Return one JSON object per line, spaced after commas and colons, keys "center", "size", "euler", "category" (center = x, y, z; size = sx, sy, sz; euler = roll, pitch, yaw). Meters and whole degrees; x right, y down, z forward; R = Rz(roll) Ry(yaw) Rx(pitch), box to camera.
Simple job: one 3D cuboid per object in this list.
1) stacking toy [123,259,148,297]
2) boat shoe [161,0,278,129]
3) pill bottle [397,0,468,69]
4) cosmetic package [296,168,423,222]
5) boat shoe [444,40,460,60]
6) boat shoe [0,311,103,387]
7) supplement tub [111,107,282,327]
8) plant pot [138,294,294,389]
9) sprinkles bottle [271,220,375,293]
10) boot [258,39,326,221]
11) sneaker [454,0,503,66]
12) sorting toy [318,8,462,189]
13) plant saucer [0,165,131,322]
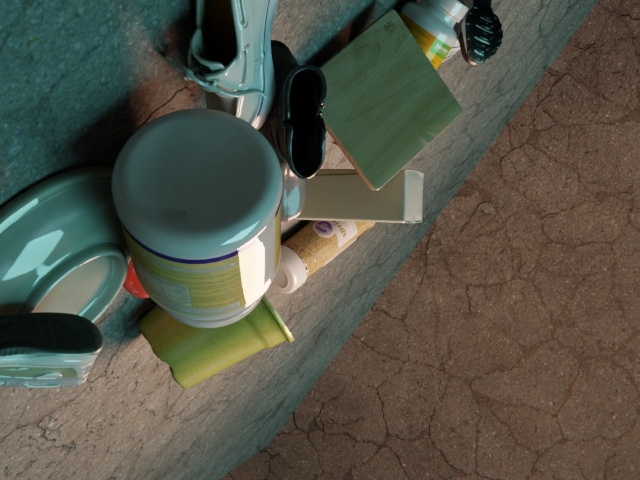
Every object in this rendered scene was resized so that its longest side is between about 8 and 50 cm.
{"center": [-0.234, -0.003, 1.659], "size": [0.330, 0.141, 0.141], "euler": [-37, 161, -26], "category": "stacking toy"}
{"center": [-0.146, -0.267, 1.248], "size": [0.156, 0.136, 0.367], "euler": [-39, 159, -35], "category": "boat shoe"}
{"center": [0.201, -0.416, 1.851], "size": [0.246, 0.136, 0.136], "euler": [-55, 164, 18], "category": "pill bottle"}
{"center": [0.053, -0.096, 1.878], "size": [0.160, 0.309, 0.113], "euler": [-4, 95, -71], "category": "cosmetic package"}
{"center": [0.271, -0.462, 2.054], "size": [0.258, 0.095, 0.084], "euler": [-25, 158, -34], "category": "boat shoe"}
{"center": [-0.467, 0.159, 1.209], "size": [0.320, 0.118, 0.103], "euler": [4, 126, -35], "category": "boat shoe"}
{"center": [-0.180, -0.020, 1.347], "size": [0.241, 0.241, 0.331], "euler": [-43, 163, -22], "category": "supplement tub"}
{"center": [-0.239, 0.175, 1.875], "size": [0.254, 0.276, 0.276], "euler": [-35, 162, -8], "category": "plant pot"}
{"center": [0.000, 0.000, 2.318], "size": [0.355, 0.121, 0.121], "euler": [-38, 161, -37], "category": "sprinkles bottle"}
{"center": [-0.058, -0.146, 1.442], "size": [0.118, 0.223, 0.338], "euler": [-15, 122, -14], "category": "boot"}
{"center": [0.328, -0.478, 1.921], "size": [0.108, 0.100, 0.272], "euler": [-43, -144, 45], "category": "sneaker"}
{"center": [0.109, -0.276, 1.741], "size": [0.257, 0.255, 0.089], "euler": [-42, -164, -16], "category": "sorting toy"}
{"center": [-0.414, 0.067, 1.369], "size": [0.400, 0.100, 0.400], "euler": [-45, 164, -17], "category": "plant saucer"}
